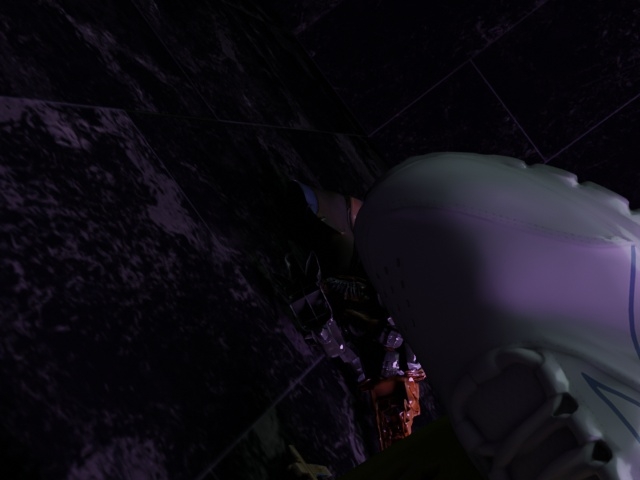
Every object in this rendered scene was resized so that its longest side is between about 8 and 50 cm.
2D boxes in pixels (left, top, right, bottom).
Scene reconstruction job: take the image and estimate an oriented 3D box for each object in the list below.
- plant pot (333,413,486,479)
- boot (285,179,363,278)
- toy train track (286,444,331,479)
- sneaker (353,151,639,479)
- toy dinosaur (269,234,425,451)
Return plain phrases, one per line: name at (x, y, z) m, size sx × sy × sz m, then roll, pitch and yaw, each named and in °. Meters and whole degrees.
plant pot at (0.031, 0.235, 0.405) m, size 0.227 × 0.228 × 0.207 m, roll 53°, pitch 19°, yaw 4°
boot at (0.000, 0.000, 1.328) m, size 0.106 × 0.082 × 0.219 m, roll 24°, pitch 30°, yaw -15°
toy train track at (-0.010, 0.195, 0.835) m, size 0.048 × 0.014 × 0.083 m, roll 51°, pitch 5°, yaw 22°
sneaker at (0.116, 0.089, 0.376) m, size 0.297 × 0.111 × 0.129 m, roll 49°, pitch 37°, yaw 6°
toy dinosaur at (0.073, 0.101, 1.108) m, size 0.322 × 0.164 × 0.218 m, roll 56°, pitch -4°, yaw 45°
